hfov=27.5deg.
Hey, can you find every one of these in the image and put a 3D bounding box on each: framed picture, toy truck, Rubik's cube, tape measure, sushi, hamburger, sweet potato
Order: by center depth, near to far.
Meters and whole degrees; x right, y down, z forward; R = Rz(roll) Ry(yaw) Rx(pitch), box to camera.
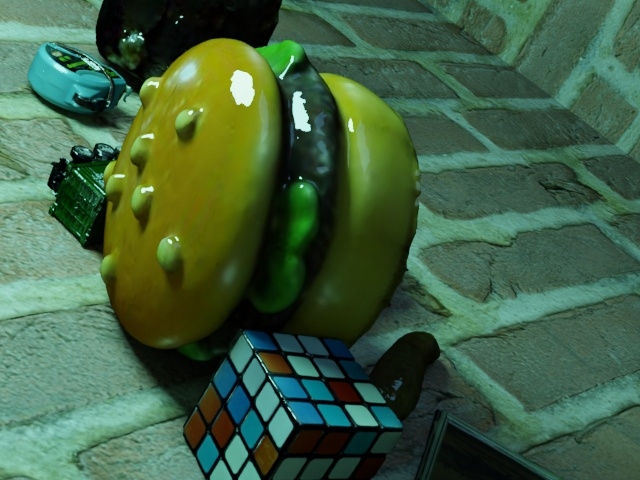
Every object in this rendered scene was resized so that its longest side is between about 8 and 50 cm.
[{"bbox_3d":[-0.032,0.204,1.408,0.151,0.155,0.154,8,33,-39],"label":"Rubik's cube"},{"bbox_3d":[-0.090,-0.046,1.530,0.278,0.395,0.395,15,28,-30],"label":"hamburger"},{"bbox_3d":[0.243,0.319,1.651,0.252,0.014,0.197,30,25,1],"label":"framed picture"},{"bbox_3d":[0.110,0.170,1.730,0.075,0.075,0.273,32,21,5],"label":"sweet potato"},{"bbox_3d":[-0.251,-0.072,1.778,0.121,0.088,0.259,40,28,25],"label":"toy truck"},{"bbox_3d":[-0.373,-0.245,1.976,0.146,0.081,0.125,35,22,12],"label":"tape measure"},{"bbox_3d":[-0.211,-0.395,2.177,0.299,0.294,0.281,4,35,-42],"label":"sushi"}]
